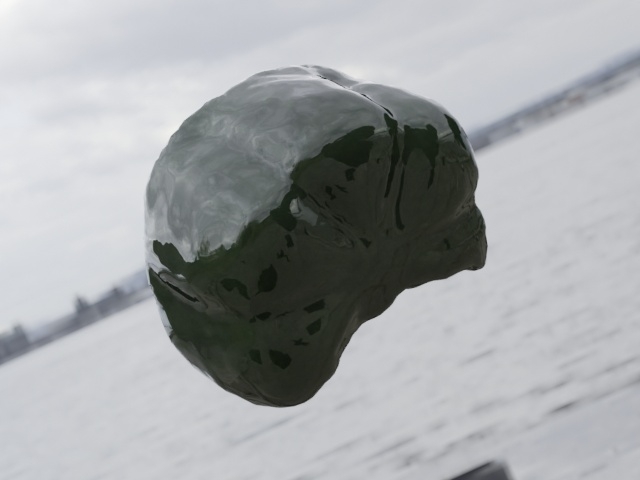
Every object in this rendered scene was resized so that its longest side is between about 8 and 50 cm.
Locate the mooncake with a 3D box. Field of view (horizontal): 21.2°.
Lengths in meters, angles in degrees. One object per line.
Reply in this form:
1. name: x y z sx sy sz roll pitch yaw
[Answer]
1. mooncake: 0.000 0.000 0.846 0.104 0.175 0.168 25 -5 44
